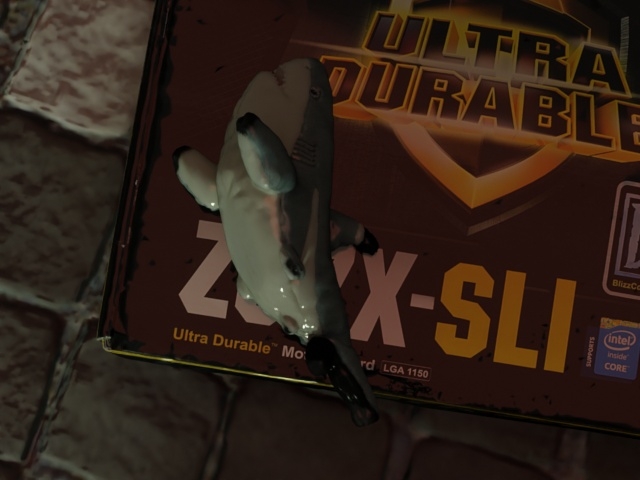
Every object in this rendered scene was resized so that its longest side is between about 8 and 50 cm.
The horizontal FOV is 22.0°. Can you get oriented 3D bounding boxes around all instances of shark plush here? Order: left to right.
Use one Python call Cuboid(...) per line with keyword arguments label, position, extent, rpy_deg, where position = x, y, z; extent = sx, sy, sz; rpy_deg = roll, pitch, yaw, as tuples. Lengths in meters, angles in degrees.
Cuboid(label="shark plush", position=(0.000, 0.000, 0.719), extent=(0.067, 0.073, 0.161), rpy_deg=(-18, 77, -33))

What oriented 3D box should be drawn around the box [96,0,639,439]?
Cuboid(label="box", position=(0.073, -0.046, 0.789), extent=(0.322, 0.079, 0.257), rpy_deg=(10, 84, 0))
